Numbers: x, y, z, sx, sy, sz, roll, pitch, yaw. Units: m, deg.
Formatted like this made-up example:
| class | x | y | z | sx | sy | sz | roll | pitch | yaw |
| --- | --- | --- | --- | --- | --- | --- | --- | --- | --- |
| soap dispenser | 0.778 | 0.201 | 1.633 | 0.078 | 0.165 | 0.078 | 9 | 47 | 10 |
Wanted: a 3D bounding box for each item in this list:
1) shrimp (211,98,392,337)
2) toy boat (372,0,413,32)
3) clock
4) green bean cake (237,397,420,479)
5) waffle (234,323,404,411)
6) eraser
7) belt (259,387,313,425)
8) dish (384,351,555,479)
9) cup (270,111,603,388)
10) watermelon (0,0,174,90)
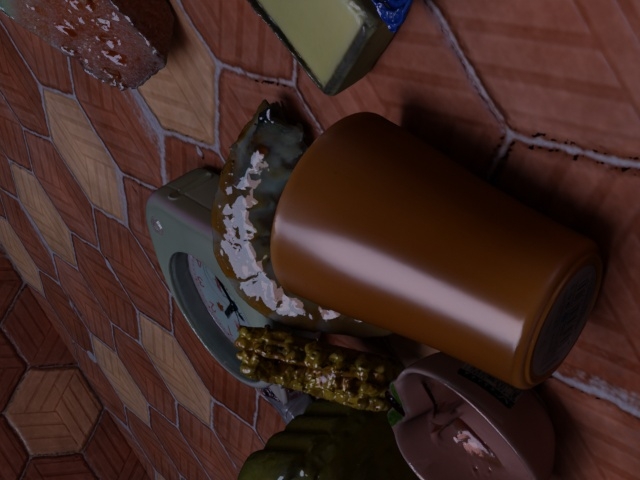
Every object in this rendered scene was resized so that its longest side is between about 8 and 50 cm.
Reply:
| class | x | y | z | sx | sy | sz | roll | pitch | yaw |
| --- | --- | --- | --- | --- | --- | --- | --- | --- | --- |
| shrimp | -0.030 | 0.006 | 0.959 | 0.185 | 0.068 | 0.287 | -41 | 80 | 25 |
| toy boat | 0.034 | -0.232 | 0.643 | 0.091 | 0.110 | 0.175 | 31 | 145 | 44 |
| clock | -0.108 | 0.075 | 1.192 | 0.265 | 0.108 | 0.324 | 28 | 142 | 40 |
| green bean cake | 0.043 | 0.322 | 1.085 | 0.124 | 0.233 | 0.236 | -16 | 106 | 55 |
| waffle | -0.005 | 0.147 | 0.995 | 0.193 | 0.070 | 0.197 | 9 | 171 | 34 |
| eraser | -0.009 | -0.227 | 0.769 | 0.172 | 0.058 | 0.117 | 52 | 151 | 8 |
| belt | -0.008 | 0.301 | 1.329 | 0.232 | 0.053 | 0.071 | 55 | 160 | 3 |
| dish | 0.167 | 0.195 | 0.901 | 0.213 | 0.090 | 0.213 | 37 | 147 | 29 |
| cup | 0.103 | 0.018 | 0.765 | 0.264 | 0.182 | 0.226 | 28 | 175 | 32 |
| watermelon | -0.273 | -0.300 | 1.065 | 0.257 | 0.140 | 0.193 | 47 | 148 | -2 |
